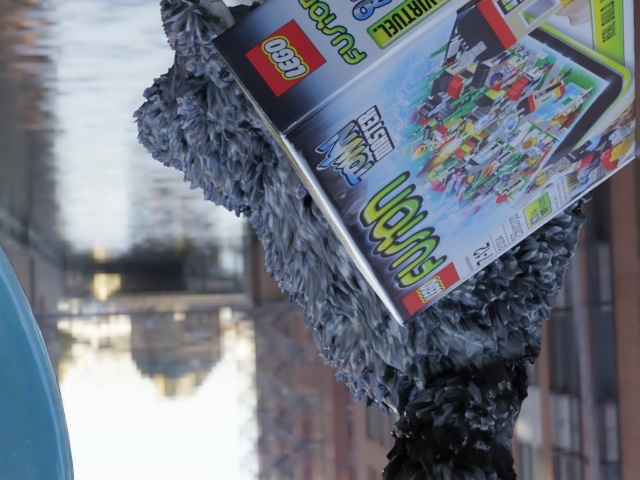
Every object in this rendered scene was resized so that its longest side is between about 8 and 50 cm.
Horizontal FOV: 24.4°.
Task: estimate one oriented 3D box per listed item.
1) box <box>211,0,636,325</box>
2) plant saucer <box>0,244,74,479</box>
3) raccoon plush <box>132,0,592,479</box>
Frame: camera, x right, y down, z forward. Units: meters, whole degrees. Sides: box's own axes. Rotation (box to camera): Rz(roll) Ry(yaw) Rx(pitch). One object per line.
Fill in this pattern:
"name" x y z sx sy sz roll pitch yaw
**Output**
"box" 0.046 -0.042 0.477 0.114 0.036 0.207 -36 159 0
"plant saucer" -0.216 0.066 0.324 0.317 0.317 0.044 -1 -159 -18
"raccoon plush" 0.000 0.000 0.938 0.299 0.216 0.446 20 -149 -7
